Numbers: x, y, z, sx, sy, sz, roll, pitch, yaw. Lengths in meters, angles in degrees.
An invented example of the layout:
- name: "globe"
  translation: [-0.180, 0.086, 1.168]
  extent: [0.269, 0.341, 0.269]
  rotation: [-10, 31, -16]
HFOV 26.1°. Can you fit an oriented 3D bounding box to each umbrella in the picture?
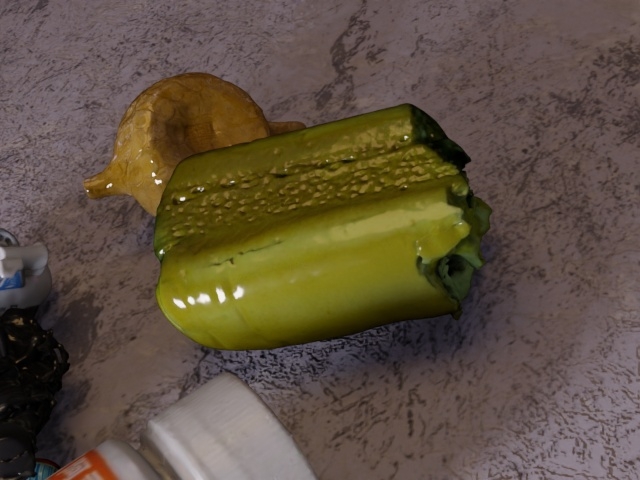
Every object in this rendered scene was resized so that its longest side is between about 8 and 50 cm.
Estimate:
- name: "umbrella"
  translation: [-0.360, 0.160, 1.503]
  extent: [0.154, 0.128, 0.336]
  rotation: [11, 12, -7]

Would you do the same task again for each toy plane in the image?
- name: "toy plane"
  translation: [-0.445, 0.068, 1.701]
  extent: [0.267, 0.122, 0.267]
  rotation: [-20, -7, -3]

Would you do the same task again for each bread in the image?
- name: "bread"
  translation: [0.000, 0.000, 1.531]
  extent: [0.376, 0.208, 0.251]
  rotation: [-11, 46, 14]

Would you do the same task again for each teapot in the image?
- name: "teapot"
  translation: [-0.162, -0.107, 1.818]
  extent: [0.311, 0.203, 0.167]
  rotation: [-14, -14, -28]

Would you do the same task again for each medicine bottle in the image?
- name: "medicine bottle"
  translation: [-0.183, 0.296, 1.224]
  extent: [0.371, 0.211, 0.211]
  rotation: [-33, 36, -16]

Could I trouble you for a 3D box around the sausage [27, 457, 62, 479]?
- name: "sausage"
  translation: [-0.374, 0.278, 1.469]
  extent: [0.264, 0.083, 0.083]
  rotation: [-10, 36, 13]
